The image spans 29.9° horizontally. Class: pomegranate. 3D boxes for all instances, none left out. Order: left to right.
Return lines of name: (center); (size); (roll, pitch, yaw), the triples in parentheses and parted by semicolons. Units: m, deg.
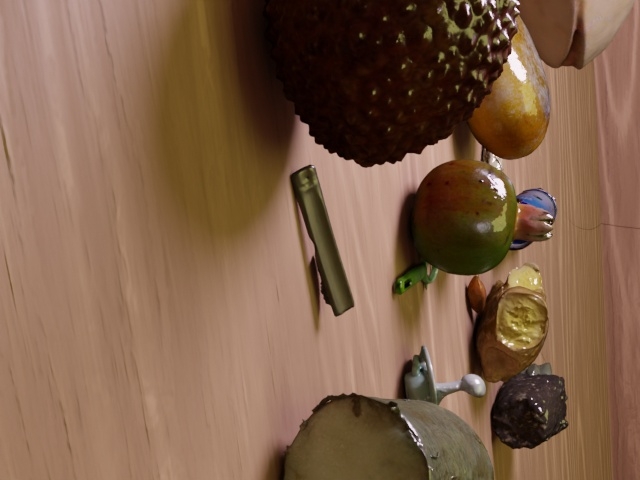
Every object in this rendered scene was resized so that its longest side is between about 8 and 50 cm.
pomegranate: (0.236, -0.029, 1.746); (0.180, 0.209, 0.180); (10, 90, -82)

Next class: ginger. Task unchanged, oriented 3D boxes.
ginger: (0.353, 0.145, 2.181); (0.270, 0.123, 0.219); (-44, 150, -73)

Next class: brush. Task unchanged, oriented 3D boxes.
brush: (0.000, 0.000, 1.374); (0.034, 0.027, 0.190); (-30, 120, -25)

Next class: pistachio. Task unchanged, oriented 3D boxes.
pistachio: (0.481, -0.531, 2.352); (0.445, 0.281, 0.365); (74, 13, -69)

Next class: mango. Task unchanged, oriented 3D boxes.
mango: (0.300, -0.293, 2.029); (0.193, 0.146, 0.316); (-21, 96, -69)

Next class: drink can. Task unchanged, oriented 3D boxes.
drink can: (0.401, -0.044, 2.350); (0.235, 0.097, 0.097); (-22, 110, -67)

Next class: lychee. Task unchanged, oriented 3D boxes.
lychee: (0.074, -0.225, 1.237); (0.275, 0.275, 0.304); (-28, 137, -67)

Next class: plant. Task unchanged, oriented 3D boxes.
plant: (0.412, 0.320, 2.327); (0.194, 0.132, 0.129); (-39, 129, -59)

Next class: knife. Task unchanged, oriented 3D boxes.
knife: (0.143, 0.058, 1.774); (0.212, 0.015, 0.054); (-23, 119, -69)

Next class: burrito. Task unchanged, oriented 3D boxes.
burrito: (0.318, -0.177, 2.207); (0.045, 0.041, 0.186); (87, 9, -66)

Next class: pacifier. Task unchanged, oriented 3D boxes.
pacifier: (0.180, 0.218, 1.737); (0.127, 0.116, 0.150); (-112, -168, -75)

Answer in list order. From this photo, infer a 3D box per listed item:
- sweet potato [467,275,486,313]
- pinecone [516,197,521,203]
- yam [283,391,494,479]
sweet potato: (0.275, 0.098, 2.098); (0.034, 0.034, 0.095); (-68, 152, -45)
pinecone: (0.253, -0.044, 1.895); (0.121, 0.140, 0.140); (64, 29, -21)
yam: (0.081, 0.276, 1.366); (0.300, 0.195, 0.195); (27, 65, -66)
